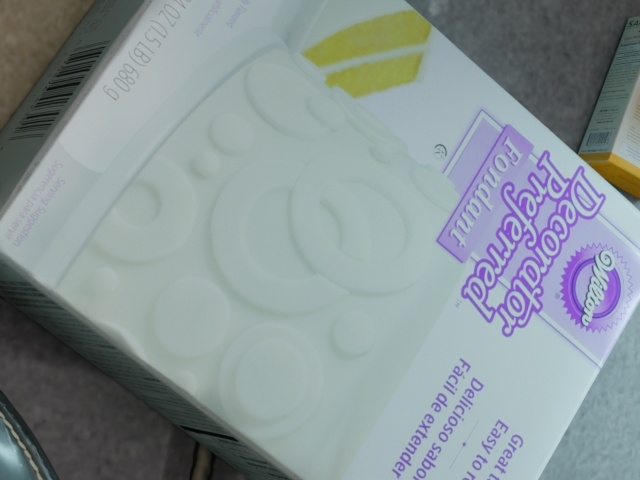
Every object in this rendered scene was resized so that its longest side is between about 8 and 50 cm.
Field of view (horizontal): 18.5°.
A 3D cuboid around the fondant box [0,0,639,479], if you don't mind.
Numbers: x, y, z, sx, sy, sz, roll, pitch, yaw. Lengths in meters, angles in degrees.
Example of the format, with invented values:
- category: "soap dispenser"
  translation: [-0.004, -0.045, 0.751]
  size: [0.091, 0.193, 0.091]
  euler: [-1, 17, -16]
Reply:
- category: "fondant box"
  translation: [0.000, 0.000, 1.033]
  size: [0.330, 0.096, 0.238]
  euler: [39, 73, -23]

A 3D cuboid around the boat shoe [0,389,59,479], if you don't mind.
- category: "boat shoe"
  translation: [-0.225, 0.062, 0.912]
  size: [0.116, 0.099, 0.319]
  euler: [-46, 109, -20]

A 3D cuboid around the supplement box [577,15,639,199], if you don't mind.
- category: "supplement box"
  translation: [0.200, -0.078, 1.169]
  size: [0.062, 0.036, 0.098]
  euler: [28, 78, -24]
